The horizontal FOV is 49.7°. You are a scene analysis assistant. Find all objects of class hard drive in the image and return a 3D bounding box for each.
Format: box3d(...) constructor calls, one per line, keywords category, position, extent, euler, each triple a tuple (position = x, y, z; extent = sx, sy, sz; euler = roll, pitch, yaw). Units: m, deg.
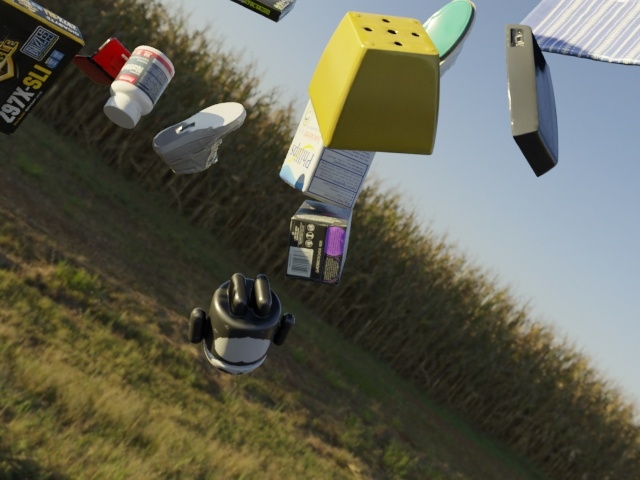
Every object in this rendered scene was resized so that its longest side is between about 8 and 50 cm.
box3d(category="hard drive", position=(0.396, -0.266, 1.291), extent=(0.054, 0.255, 0.172), euler=(-12, -30, 30))

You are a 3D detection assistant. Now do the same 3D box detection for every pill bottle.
box3d(category="pill bottle", position=(-0.432, -0.359, 1.632), extent=(0.108, 0.180, 0.108), euler=(19, -25, 9))

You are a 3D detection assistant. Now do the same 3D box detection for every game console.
box3d(category="game console", position=(-0.547, -0.454, 1.751), extent=(0.085, 0.124, 0.144), euler=(46, 0, 24))

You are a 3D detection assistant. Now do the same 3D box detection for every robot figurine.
box3d(category="robot figurine", position=(-0.193, 0.209, 1.695), extent=(0.209, 0.278, 0.173), euler=(30, 41, 12))

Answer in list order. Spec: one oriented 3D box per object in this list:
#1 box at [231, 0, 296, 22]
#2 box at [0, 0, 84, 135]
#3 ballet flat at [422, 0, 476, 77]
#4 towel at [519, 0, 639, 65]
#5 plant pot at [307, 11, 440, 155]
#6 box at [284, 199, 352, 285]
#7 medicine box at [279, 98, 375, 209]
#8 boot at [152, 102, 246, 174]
box3d(category="box", position=(-0.180, -0.733, 2.081), extent=(0.184, 0.045, 0.191), euler=(27, 33, -2))
box3d(category="box", position=(-0.750, -0.418, 1.595), extent=(0.257, 0.322, 0.079), euler=(22, 31, -52))
box3d(category="ballet flat", position=(0.297, -0.480, 1.918), extent=(0.139, 0.400, 0.139), euler=(35, 1, -1))
box3d(category="towel", position=(0.625, -0.498, 1.558), extent=(0.336, 0.243, 0.040), euler=(27, -24, 42))
box3d(category="plant pot", position=(0.110, -0.300, 1.275), extent=(0.212, 0.187, 0.212), euler=(2, 41, -15))
box3d(category="box", position=(0.000, 0.000, 1.838), extent=(0.143, 0.165, 0.270), euler=(9, 13, 4))
box3d(category="medicine box", position=(0.034, -0.257, 1.845), extent=(0.149, 0.289, 0.263), euler=(20, 7, -20))
box3d(category="boot", position=(-0.287, -0.253, 1.754), extent=(0.123, 0.258, 0.095), euler=(56, 22, -46))
